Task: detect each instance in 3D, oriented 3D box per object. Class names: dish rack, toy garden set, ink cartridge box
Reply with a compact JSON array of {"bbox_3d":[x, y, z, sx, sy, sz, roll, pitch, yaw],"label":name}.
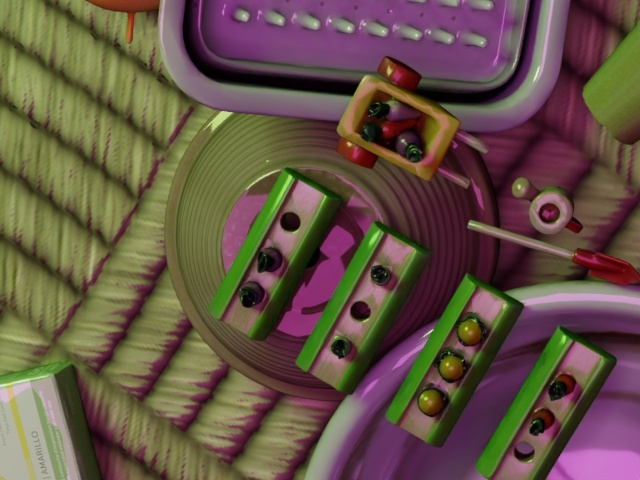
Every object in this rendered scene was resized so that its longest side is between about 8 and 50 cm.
[{"bbox_3d":[0.034,-0.244,1.142,0.285,0.072,0.333,3,100,-23],"label":"dish rack"},{"bbox_3d":[0.077,0.022,1.115,0.244,0.049,0.204,30,103,3],"label":"toy garden set"},{"bbox_3d":[-0.278,0.196,1.321,0.235,0.056,0.171,-13,96,10],"label":"ink cartridge box"}]

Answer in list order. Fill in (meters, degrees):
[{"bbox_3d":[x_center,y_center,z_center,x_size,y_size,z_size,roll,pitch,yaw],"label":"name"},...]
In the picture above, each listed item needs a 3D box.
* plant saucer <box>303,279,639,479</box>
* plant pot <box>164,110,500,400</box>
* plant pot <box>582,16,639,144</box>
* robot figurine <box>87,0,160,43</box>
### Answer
[{"bbox_3d":[0.183,0.217,1.206,0.400,0.100,0.400,1,99,10],"label":"plant saucer"},{"bbox_3d":[0.000,0.000,1.211,0.237,0.110,0.237,1,97,11],"label":"plant pot"},{"bbox_3d":[0.218,-0.107,1.175,0.079,0.083,0.083,-41,89,26],"label":"plant pot"},{"bbox_3d":[-0.131,-0.249,1.192,0.158,0.128,0.219,-21,94,-16],"label":"robot figurine"}]
